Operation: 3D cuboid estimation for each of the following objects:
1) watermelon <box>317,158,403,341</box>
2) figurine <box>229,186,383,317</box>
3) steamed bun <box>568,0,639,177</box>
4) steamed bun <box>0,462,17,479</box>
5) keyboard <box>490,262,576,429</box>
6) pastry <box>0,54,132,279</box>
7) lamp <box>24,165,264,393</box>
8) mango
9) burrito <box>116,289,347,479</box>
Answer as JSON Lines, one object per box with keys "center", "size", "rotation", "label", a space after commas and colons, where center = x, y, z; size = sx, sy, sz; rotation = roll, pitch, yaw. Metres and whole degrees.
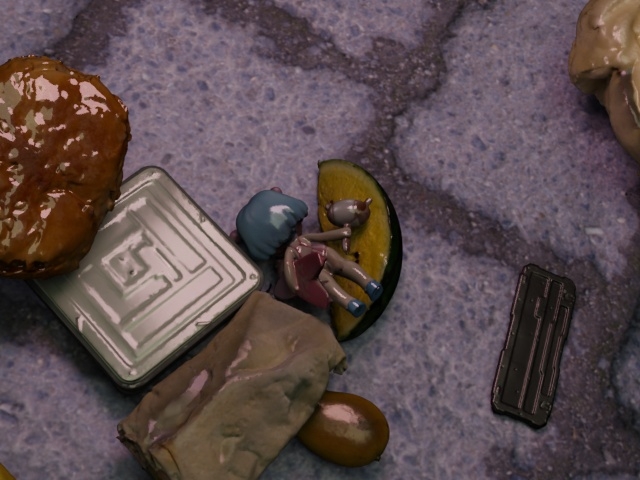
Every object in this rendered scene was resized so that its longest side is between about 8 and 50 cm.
{"center": [0.062, 0.002, 1.510], "size": [0.129, 0.123, 0.301], "rotation": [-10, 68, 5], "label": "watermelon"}
{"center": [-0.008, 0.000, 1.437], "size": [0.260, 0.103, 0.205], "rotation": [38, 88, 30], "label": "figurine"}
{"center": [0.580, -0.286, 1.679], "size": [0.324, 0.230, 0.372], "rotation": [-17, 72, -19], "label": "steamed bun"}
{"center": [-0.511, 0.372, 1.093], "size": [0.373, 0.334, 0.334], "rotation": [17, 65, -13], "label": "steamed bun"}
{"center": [0.341, 0.164, 1.555], "size": [0.106, 0.016, 0.262], "rotation": [21, 66, -5], "label": "keyboard"}
{"center": [-0.400, -0.094, 1.341], "size": [0.255, 0.162, 0.311], "rotation": [39, 66, -25], "label": "pastry"}
{"center": [-0.259, 0.050, 1.424], "size": [0.269, 0.047, 0.266], "rotation": [-39, 76, -24], "label": "lamp"}
{"center": [0.020, 0.262, 1.402], "size": [0.161, 0.076, 0.103], "rotation": [25, 65, 3], "label": "mango"}
{"center": [-0.115, 0.201, 1.339], "size": [0.190, 0.135, 0.332], "rotation": [23, 58, 33], "label": "burrito"}
